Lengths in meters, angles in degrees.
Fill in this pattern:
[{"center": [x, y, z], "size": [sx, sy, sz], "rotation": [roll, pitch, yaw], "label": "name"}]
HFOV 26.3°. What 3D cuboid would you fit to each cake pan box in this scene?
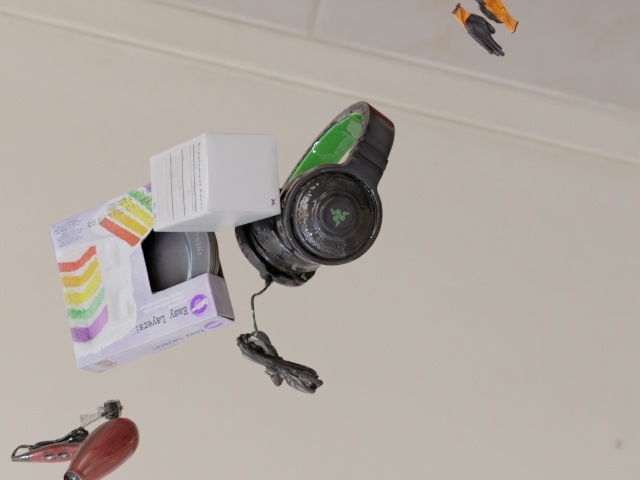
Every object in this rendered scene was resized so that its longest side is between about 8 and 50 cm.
[{"center": [-0.271, 0.047, 2.095], "size": [0.070, 0.267, 0.245], "rotation": [24, -131, -64], "label": "cake pan box"}]

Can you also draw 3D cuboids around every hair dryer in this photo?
[{"center": [-0.423, 0.378, 2.403], "size": [0.080, 0.224, 0.293], "rotation": [64, 169, -11], "label": "hair dryer"}]

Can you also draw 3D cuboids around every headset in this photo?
[{"center": [0.000, 0.000, 1.816], "size": [0.243, 0.185, 0.394], "rotation": [-29, 30, 58], "label": "headset"}]

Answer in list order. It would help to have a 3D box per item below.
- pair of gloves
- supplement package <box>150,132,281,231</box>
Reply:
[{"center": [0.177, -0.237, 1.457], "size": [0.010, 0.074, 0.083], "rotation": [-32, 21, 44], "label": "pair of gloves"}, {"center": [-0.139, -0.073, 1.780], "size": [0.179, 0.105, 0.105], "rotation": [-13, 78, 59], "label": "supplement package"}]
